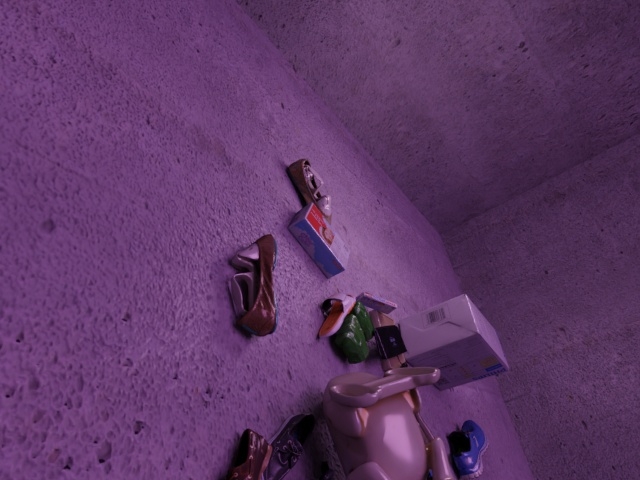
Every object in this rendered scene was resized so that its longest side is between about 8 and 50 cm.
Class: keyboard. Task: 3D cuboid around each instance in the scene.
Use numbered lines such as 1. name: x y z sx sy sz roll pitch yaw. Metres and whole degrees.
1. keyboard: 0.288 0.436 1.640 0.317 0.033 0.201 19 48 -63

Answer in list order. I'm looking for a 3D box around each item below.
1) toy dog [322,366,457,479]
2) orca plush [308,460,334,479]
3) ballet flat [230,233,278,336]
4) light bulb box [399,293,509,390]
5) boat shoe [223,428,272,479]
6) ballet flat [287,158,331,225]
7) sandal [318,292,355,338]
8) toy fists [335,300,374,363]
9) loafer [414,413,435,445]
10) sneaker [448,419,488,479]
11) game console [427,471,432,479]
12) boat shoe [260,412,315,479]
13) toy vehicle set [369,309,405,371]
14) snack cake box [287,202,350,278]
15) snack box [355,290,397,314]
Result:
1. toy dog: 0.133 0.551 1.030 0.285 0.395 0.407 0 77 -42
2. orca plush: -0.036 0.554 0.922 0.102 0.151 0.287 20 0 15
3. ballet flat: -0.188 0.103 1.154 0.124 0.116 0.342 20 47 -28
4. light bulb box: 0.621 0.488 1.944 0.361 0.358 0.225 44 30 -33
5. boat shoe: -0.157 0.472 0.818 0.073 0.073 0.207 51 18 -15
6. ballet flat: -0.021 -0.195 1.772 0.348 0.123 0.123 63 24 6
7. sandal: 0.048 0.236 1.436 0.076 0.102 0.265 59 26 -9
8. toy fists: 0.119 0.317 1.495 0.142 0.096 0.279 70 22 -9
9. loafer: 0.322 0.653 1.508 0.268 0.092 0.102 57 -8 30
10. sneaker: 0.651 0.887 1.834 0.147 0.130 0.330 63 24 1
11. game console: 0.456 0.870 1.536 0.144 0.124 0.085 43 56 -32
12. boat shoe: -0.071 0.481 0.961 0.080 0.076 0.228 60 24 1
13. toy vehicle set: 0.291 0.435 1.758 0.166 0.035 0.266 36 34 -42
14. snack cake box: 0.000 0.000 1.624 0.264 0.089 0.152 52 27 -16
15. snack box: 0.233 0.264 1.742 0.178 0.064 0.022 24 42 -25
